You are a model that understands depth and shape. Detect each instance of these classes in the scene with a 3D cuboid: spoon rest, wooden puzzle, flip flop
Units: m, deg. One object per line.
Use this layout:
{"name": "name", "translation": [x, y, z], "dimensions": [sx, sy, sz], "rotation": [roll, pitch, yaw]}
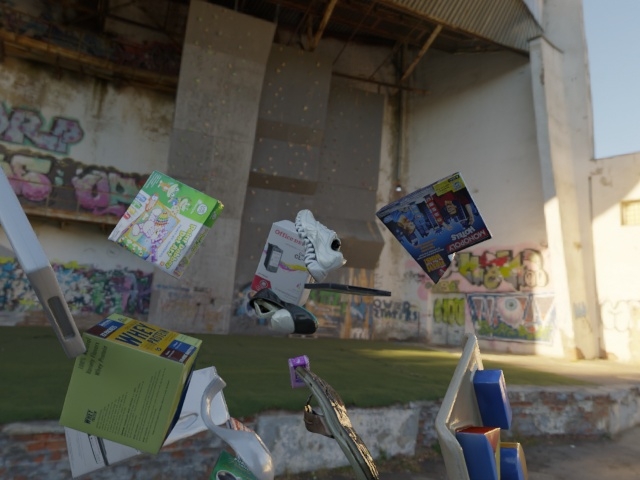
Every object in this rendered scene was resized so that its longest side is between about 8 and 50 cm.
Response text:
{"name": "spoon rest", "translation": [-0.190, 0.430, 1.010], "dimensions": [0.276, 0.084, 0.137], "rotation": [43, -17, 39]}
{"name": "wooden puzzle", "translation": [0.293, 0.370, 0.785], "dimensions": [0.080, 0.322, 0.348], "rotation": [-12, 9, 25]}
{"name": "flip flop", "translation": [0.015, 0.360, 0.889], "dimensions": [0.080, 0.277, 0.112], "rotation": [-38, -36, 2]}

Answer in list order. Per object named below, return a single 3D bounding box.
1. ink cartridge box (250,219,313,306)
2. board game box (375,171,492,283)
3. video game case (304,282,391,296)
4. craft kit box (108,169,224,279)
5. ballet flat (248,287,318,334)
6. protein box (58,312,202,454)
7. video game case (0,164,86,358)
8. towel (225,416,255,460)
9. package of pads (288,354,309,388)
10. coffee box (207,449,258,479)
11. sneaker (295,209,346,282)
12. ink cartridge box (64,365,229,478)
{"name": "ink cartridge box", "translation": [-0.128, 0.098, 1.889], "dimensions": [0.226, 0.306, 0.131], "rotation": [23, 15, 14]}
{"name": "board game box", "translation": [0.247, -0.018, 0.954], "dimensions": [0.194, 0.194, 0.060], "rotation": [-25, 7, 30]}
{"name": "video game case", "translation": [0.103, 0.188, 1.740], "dimensions": [0.274, 0.026, 0.196], "rotation": [10, -10, -29]}
{"name": "craft kit box", "translation": [-0.448, -0.051, 1.327], "dimensions": [0.246, 0.250, 0.061], "rotation": [26, -12, 15]}
{"name": "ballet flat", "translation": [-0.127, 0.232, 1.407], "dimensions": [0.096, 0.095, 0.280], "rotation": [-21, 27, -35]}
{"name": "protein box", "translation": [-0.382, 0.287, 0.938], "dimensions": [0.201, 0.200, 0.136], "rotation": [18, 7, -2]}
{"name": "video game case", "translation": [-0.496, 0.005, 0.766], "dimensions": [0.036, 0.329, 0.300], "rotation": [-26, -24, -31]}
{"name": "towel", "translation": [-0.236, 0.734, 1.559], "dimensions": [0.037, 0.237, 0.329], "rotation": [-25, -30, -8]}
{"name": "package of pads", "translation": [-0.052, 0.334, 1.157], "dimensions": [0.050, 0.083, 0.032], "rotation": [-10, 30, -12]}
{"name": "coffee box", "translation": [-0.205, 0.565, 1.026], "dimensions": [0.113, 0.040, 0.184], "rotation": [29, 10, -3]}
{"name": "sneaker", "translation": [0.000, 0.000, 1.425], "dimensions": [0.118, 0.292, 0.110], "rotation": [-30, -46, 10]}
{"name": "ink cartridge box", "translation": [-0.497, 0.515, 1.300], "dimensions": [0.394, 0.166, 0.285], "rotation": [-32, -19, 34]}
